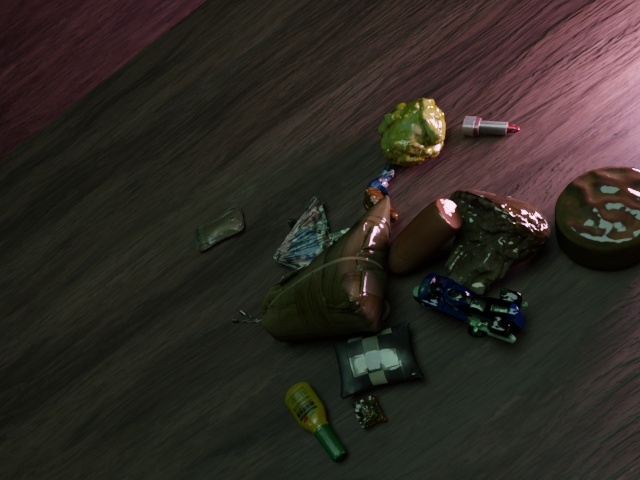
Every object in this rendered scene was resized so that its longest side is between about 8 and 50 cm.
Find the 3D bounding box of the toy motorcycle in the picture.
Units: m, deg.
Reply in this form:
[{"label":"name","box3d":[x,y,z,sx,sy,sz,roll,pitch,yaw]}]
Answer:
[{"label":"toy motorcycle","box3d":[0.400,0.177,1.619,0.331,0.196,0.125,14,68,34]}]

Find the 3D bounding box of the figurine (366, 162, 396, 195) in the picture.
[{"label":"figurine","box3d":[0.211,-0.212,2.026,0.079,0.077,0.136,20,70,-7]}]

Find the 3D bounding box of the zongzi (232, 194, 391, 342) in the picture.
[{"label":"zongzi","box3d":[0.003,0.103,1.873,0.500,0.218,0.467,-16,42,34]}]

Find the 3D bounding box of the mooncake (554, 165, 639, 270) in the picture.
[{"label":"mooncake","box3d":[0.794,-0.068,1.595,0.284,0.155,0.284,-13,55,20]}]

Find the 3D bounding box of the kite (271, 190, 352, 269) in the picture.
[{"label":"kite","box3d":[0.000,0.000,2.011,0.368,0.014,0.406,-19,61,6]}]

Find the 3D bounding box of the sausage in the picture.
[{"label":"sausage","box3d":[0.304,-0.004,1.750,0.304,0.121,0.121,-50,37,47]}]

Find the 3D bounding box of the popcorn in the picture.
[{"label":"popcorn","box3d":[0.320,-0.370,1.995,0.255,0.195,0.256,42,104,43]}]

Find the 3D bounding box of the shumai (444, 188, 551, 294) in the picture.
[{"label":"shumai","box3d":[0.506,0.007,1.724,0.346,0.217,0.283,25,107,48]}]

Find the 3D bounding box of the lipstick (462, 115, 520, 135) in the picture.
[{"label":"lipstick","box3d":[0.578,-0.379,1.956,0.186,0.057,0.063,11,67,25]}]

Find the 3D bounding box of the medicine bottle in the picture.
[{"label":"medicine bottle","box3d":[-0.011,0.533,1.699,0.095,0.064,0.260,-41,53,-1]}]

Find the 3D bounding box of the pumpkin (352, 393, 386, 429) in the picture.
[{"label":"pumpkin","box3d":[0.138,0.491,1.655,0.074,0.054,0.083,-32,57,12]}]

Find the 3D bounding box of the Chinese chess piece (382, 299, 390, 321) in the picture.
[{"label":"Chinese chess piece","box3d":[0.178,0.218,1.811,0.084,0.034,0.084,-14,55,21]}]

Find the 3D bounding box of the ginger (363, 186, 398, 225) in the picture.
[{"label":"ginger","box3d":[0.192,-0.097,1.953,0.073,0.103,0.162,-19,57,-28]}]

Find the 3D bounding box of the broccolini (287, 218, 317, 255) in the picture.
[{"label":"broccolini","box3d":[-0.053,-0.018,2.066,0.052,0.054,0.194,-31,52,-17]}]

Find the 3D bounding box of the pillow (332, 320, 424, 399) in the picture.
[{"label":"pillow","box3d":[0.164,0.348,1.694,0.250,0.106,0.186,-17,55,12]}]

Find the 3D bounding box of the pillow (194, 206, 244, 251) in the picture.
[{"label":"pillow","box3d":[-0.394,-0.042,2.255,0.217,0.033,0.130,-24,53,12]}]
